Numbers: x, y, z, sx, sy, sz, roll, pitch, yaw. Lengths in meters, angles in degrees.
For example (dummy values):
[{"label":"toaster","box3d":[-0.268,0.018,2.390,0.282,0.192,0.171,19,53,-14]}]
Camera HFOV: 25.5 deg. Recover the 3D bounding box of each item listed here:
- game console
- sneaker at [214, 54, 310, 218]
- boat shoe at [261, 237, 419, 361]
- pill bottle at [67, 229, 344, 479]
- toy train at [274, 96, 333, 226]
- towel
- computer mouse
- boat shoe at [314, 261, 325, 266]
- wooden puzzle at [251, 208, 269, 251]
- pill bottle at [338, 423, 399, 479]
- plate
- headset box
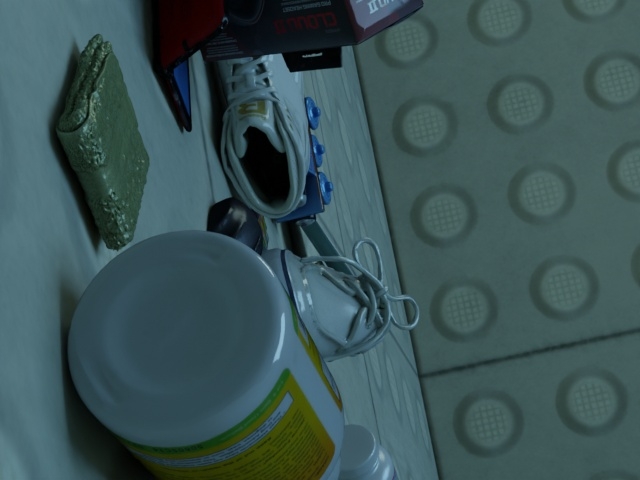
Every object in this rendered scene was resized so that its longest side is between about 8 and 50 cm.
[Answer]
[{"label":"game console","box3d":[-0.109,-0.196,1.304,0.085,0.124,0.144,32,37,-39]},{"label":"sneaker","box3d":[-0.064,-0.170,1.502,0.169,0.108,0.292,-91,168,-72]},{"label":"boat shoe","box3d":[0.029,0.076,1.584,0.367,0.156,0.135,51,27,-75]},{"label":"pill bottle","box3d":[-0.060,0.107,0.928,0.245,0.136,0.136,65,14,-59]},{"label":"toy train","box3d":[-0.040,-0.110,1.721,0.105,0.080,0.184,24,55,-70]},{"label":"towel","box3d":[-0.149,-0.068,0.985,0.148,0.027,0.110,-93,169,-58]},{"label":"computer mouse","box3d":[-0.076,0.040,1.305,0.242,0.041,0.071,-93,168,-51]},{"label":"boat shoe","box3d":[-0.002,0.059,1.823,0.133,0.042,0.049,65,4,-76]},{"label":"wooden puzzle","box3d":[-0.068,-0.016,1.597,0.083,0.006,0.049,-88,163,-64]},{"label":"pill bottle","box3d":[0.050,0.289,1.651,0.087,0.087,0.160,-95,169,-47]},{"label":"plate","box3d":[0.000,0.000,1.849,0.188,0.024,0.188,57,0,0]},{"label":"headset box","box3d":[-0.044,-0.300,1.332,0.110,0.218,0.293,-35,116,-39]}]
